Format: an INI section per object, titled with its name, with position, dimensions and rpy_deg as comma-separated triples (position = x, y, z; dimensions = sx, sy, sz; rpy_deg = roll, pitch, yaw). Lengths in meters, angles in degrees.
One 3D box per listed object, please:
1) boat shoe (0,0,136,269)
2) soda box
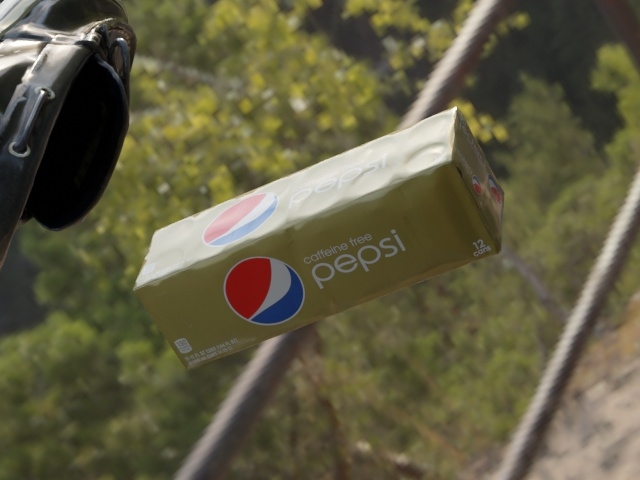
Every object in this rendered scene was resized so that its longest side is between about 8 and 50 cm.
[boat shoe]
position = -0.228, -0.090, 1.290
dimensions = 0.500, 0.156, 0.187
rpy_deg = -60, -8, -71
[soda box]
position = 0.000, 0.000, 0.818
dimensions = 0.181, 0.058, 0.061
rpy_deg = -22, 26, 19
